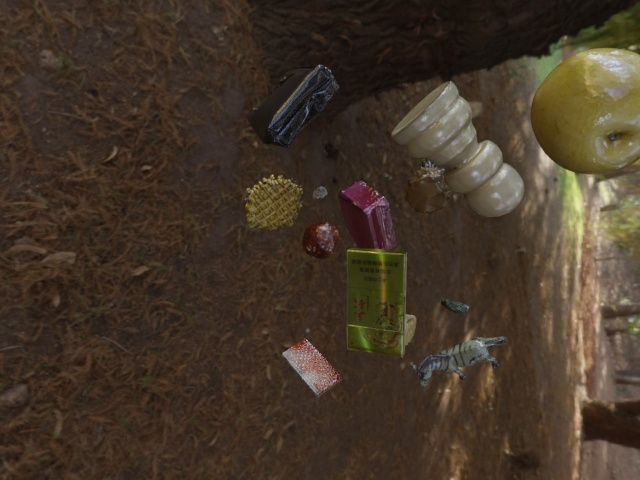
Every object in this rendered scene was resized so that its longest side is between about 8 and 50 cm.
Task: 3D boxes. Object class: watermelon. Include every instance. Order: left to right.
[{"bbox_3d":[0.007,-0.235,2.287,0.085,0.085,0.061,30,26,-51],"label":"watermelon"}]

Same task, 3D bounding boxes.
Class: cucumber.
[{"bbox_3d":[0.469,0.236,1.591,0.108,0.067,0.035,18,75,-23],"label":"cucumber"}]

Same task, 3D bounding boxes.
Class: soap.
[{"bbox_3d":[0.162,-0.053,1.463,0.099,0.162,0.249,-36,134,-17],"label":"soap"}]

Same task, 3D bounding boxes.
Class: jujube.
[{"bbox_3d":[0.000,0.000,2.353,0.290,0.197,0.197,123,-31,-76],"label":"jujube"}]

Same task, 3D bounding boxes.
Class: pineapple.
[{"bbox_3d":[0.307,-0.168,1.267,0.248,0.128,0.128,-58,132,-60],"label":"pineapple"}]

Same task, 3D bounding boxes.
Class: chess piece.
[{"bbox_3d":[0.306,-0.172,0.962,0.299,0.167,0.167,46,43,-10],"label":"chess piece"}]

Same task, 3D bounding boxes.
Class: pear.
[{"bbox_3d":[0.783,-0.366,1.277,0.348,0.349,0.348,15,71,-55],"label":"pear"}]

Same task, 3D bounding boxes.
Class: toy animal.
[{"bbox_3d":[0.343,0.289,1.105,0.176,0.217,0.073,25,39,-44],"label":"toy animal"}]

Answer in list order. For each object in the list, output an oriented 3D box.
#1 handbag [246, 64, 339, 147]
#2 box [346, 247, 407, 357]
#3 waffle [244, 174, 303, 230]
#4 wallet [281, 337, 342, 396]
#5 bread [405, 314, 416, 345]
[{"bbox_3d":[-0.127,-0.504,1.662,0.342,0.288,0.152,-48,132,-3],"label":"handbag"},{"bbox_3d":[0.164,0.181,1.321,0.043,0.173,0.311,-26,118,-66],"label":"box"},{"bbox_3d":[-0.152,-0.121,1.482,0.197,0.070,0.193,-7,125,-21],"label":"waffle"},{"bbox_3d":[-0.029,0.405,1.447,0.103,0.196,0.020,-26,136,-28],"label":"wallet"},{"bbox_3d":[0.320,0.344,1.756,0.125,0.082,0.106,-14,108,-56],"label":"bread"}]
